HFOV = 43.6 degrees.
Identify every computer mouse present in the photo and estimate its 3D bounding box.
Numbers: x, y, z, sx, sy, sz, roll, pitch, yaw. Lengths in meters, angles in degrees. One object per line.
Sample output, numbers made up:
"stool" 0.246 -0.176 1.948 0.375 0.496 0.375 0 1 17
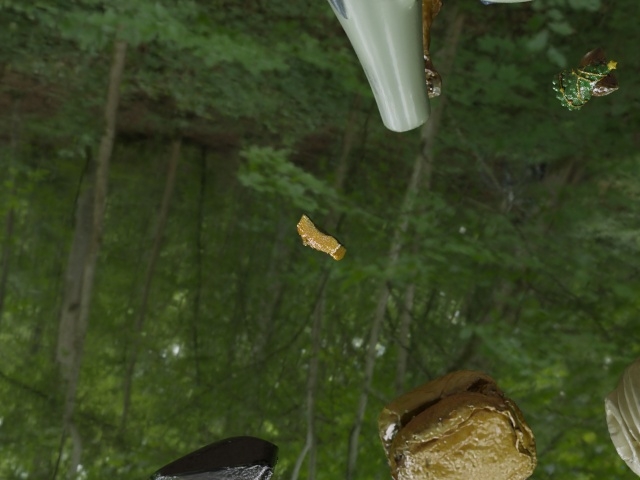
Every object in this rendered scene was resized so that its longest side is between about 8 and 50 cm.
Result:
"computer mouse" -0.219 0.454 1.602 0.295 0.168 0.087 0 -130 -30

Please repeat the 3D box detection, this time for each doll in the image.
"doll" 0.442 -0.269 1.347 0.076 0.113 0.078 -19 -97 -19

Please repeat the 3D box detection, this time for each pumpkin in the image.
"pumpkin" 0.001 0.001 1.101 0.073 0.035 0.101 36 177 14

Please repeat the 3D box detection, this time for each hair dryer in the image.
"hair dryer" 0.108 -0.208 0.793 0.298 0.296 0.119 38 -114 24

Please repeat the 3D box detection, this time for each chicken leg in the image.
"chicken leg" 0.142 -0.327 1.178 0.087 0.252 0.107 -7 -153 2

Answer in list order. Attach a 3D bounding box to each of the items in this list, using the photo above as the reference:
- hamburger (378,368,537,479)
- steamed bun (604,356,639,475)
"hamburger" 0.272 0.404 1.577 0.318 0.319 0.158 15 -153 -14
"steamed bun" 0.657 0.339 1.511 0.203 0.289 0.276 -1 -129 32
